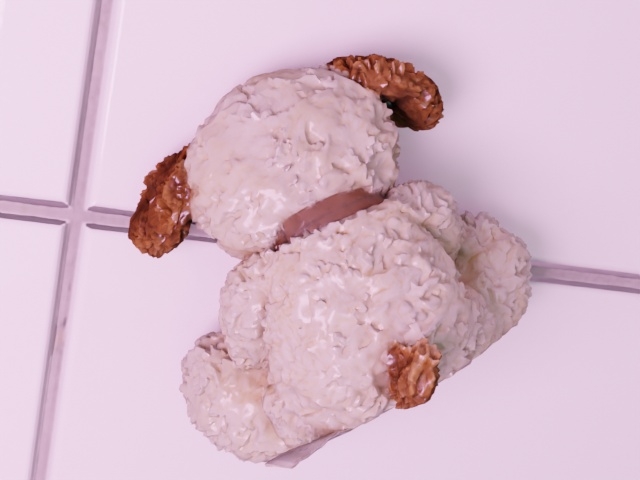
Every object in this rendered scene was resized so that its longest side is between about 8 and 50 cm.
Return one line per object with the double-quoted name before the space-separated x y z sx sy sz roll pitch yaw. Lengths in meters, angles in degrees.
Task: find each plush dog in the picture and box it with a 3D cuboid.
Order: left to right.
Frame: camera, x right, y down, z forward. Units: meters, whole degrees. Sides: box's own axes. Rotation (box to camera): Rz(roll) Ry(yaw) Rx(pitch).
"plush dog" 0.000 0.000 0.733 0.262 0.210 0.225 -27 86 -4
